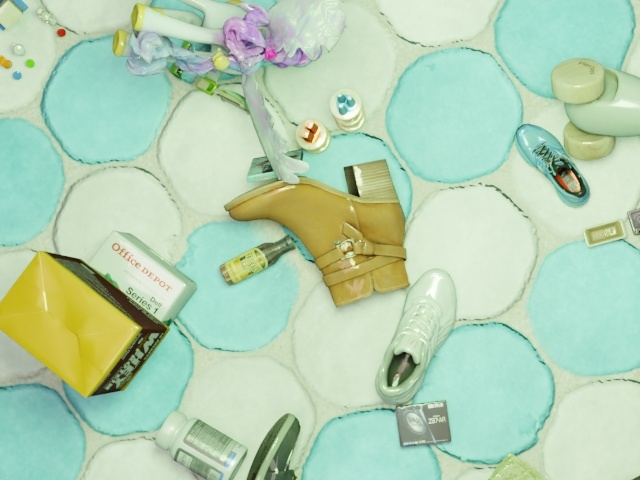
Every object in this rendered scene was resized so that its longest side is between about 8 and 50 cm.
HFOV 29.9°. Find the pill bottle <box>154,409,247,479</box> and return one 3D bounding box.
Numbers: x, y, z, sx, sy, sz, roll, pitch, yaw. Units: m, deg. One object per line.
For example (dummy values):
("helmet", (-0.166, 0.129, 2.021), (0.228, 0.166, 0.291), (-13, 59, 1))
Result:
("pill bottle", (-0.194, 0.336, 1.938), (0.137, 0.078, 0.078), (30, 89, 8))

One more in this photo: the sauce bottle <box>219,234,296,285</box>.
("sauce bottle", (-0.103, 0.029, 1.972), (0.128, 0.042, 0.042), (-29, 83, 4))

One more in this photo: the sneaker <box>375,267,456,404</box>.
("sneaker", (0.156, 0.154, 1.895), (0.090, 0.115, 0.232), (20, 88, 7))

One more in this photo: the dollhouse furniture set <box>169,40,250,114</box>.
("dollhouse furniture set", (-0.169, -0.269, 1.987), (0.152, 0.076, 0.058), (28, 89, 9))

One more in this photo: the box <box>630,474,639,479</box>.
("box", (0.460, 0.493, 1.813), (0.381, 0.143, 0.191), (-27, 93, 2))

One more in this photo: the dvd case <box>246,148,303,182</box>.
("dvd case", (-0.073, -0.122, 1.945), (0.087, 0.119, 0.013), (-11, 106, 6))

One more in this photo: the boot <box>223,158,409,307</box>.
("boot", (0.000, 0.000, 1.927), (0.284, 0.109, 0.220), (-11, 92, -12))

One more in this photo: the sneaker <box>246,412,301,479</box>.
("sneaker", (-0.055, 0.397, 1.929), (0.118, 0.083, 0.222), (24, 81, -11))

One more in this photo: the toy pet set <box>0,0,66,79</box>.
("toy pet set", (-0.518, -0.362, 2.053), (0.122, 0.065, 0.114), (-42, 117, 4))

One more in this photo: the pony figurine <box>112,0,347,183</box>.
("pony figurine", (-0.123, -0.298, 1.828), (0.364, 0.351, 0.302), (9, 123, -24))

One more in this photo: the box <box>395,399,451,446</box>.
("box", (0.166, 0.295, 1.931), (0.083, 0.018, 0.067), (-7, 85, 6))

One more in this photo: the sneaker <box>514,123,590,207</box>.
("sneaker", (0.376, -0.127, 1.915), (0.063, 0.073, 0.162), (-42, 82, 2))

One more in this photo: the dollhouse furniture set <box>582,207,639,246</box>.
("dollhouse furniture set", (0.481, -0.001, 1.889), (0.114, 0.081, 0.091), (-15, 84, 5))

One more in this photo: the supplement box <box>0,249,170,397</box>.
("supplement box", (-0.360, 0.127, 1.820), (0.191, 0.194, 0.129), (37, 91, 8))

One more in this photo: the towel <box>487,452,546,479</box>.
("towel", (0.298, 0.424, 1.902), (0.110, 0.027, 0.148), (39, 90, 6))

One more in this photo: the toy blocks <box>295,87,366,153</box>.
("toy blocks", (0.013, -0.194, 1.924), (0.123, 0.148, 0.054), (-32, 82, 2))

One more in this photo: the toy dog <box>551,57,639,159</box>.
("toy dog", (0.521, -0.227, 1.872), (0.334, 0.220, 0.161), (14, 48, 3))

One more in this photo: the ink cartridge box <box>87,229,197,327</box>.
("ink cartridge box", (-0.332, 0.114, 1.964), (0.160, 0.092, 0.219), (36, 90, 7))
